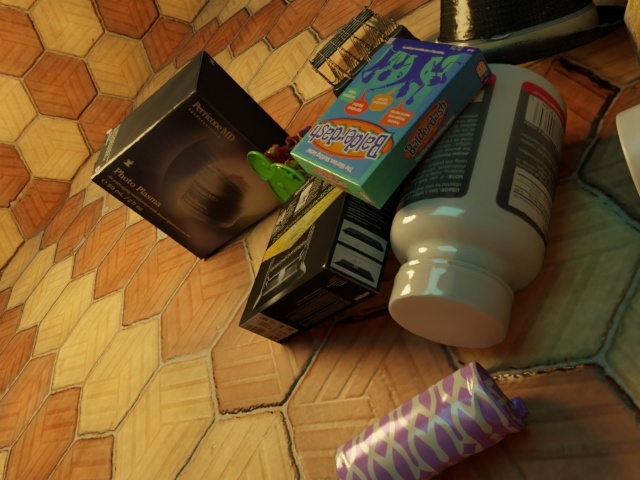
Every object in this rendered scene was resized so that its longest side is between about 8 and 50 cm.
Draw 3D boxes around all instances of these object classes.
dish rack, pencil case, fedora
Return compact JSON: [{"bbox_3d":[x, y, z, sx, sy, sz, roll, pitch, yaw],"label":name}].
[{"bbox_3d":[0.083,-0.406,1.231,0.208,0.074,0.271,-41,34,9],"label":"dish rack"},{"bbox_3d":[0.111,0.214,0.595,0.206,0.088,0.086,-38,29,17],"label":"pencil case"},{"bbox_3d":[0.266,-0.345,0.790,0.335,0.152,0.334,-13,22,6],"label":"fedora"}]

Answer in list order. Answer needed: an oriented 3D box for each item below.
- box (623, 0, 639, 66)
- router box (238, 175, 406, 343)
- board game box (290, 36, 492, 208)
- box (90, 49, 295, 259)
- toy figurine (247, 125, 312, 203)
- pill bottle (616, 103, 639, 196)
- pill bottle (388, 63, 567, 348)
[{"bbox_3d":[0.383,-0.231,0.557,0.114,0.203,0.103,-18,83,23],"label":"box"},{"bbox_3d":[0.000,0.000,0.830,0.309,0.081,0.242,-37,31,56],"label":"router box"},{"bbox_3d":[0.080,-0.152,0.690,0.210,0.047,0.160,-51,40,-6],"label":"board game box"},{"bbox_3d":[-0.242,-0.162,1.150,0.294,0.296,0.182,-33,37,22],"label":"box"},{"bbox_3d":[-0.022,-0.155,1.051,0.159,0.173,0.130,-51,-4,-24],"label":"toy figurine"},{"bbox_3d":[0.434,-0.113,0.483,0.302,0.169,0.169,-20,44,34],"label":"pill bottle"},{"bbox_3d":[0.186,-0.042,0.679,0.176,0.176,0.318,-8,52,44],"label":"pill bottle"}]
